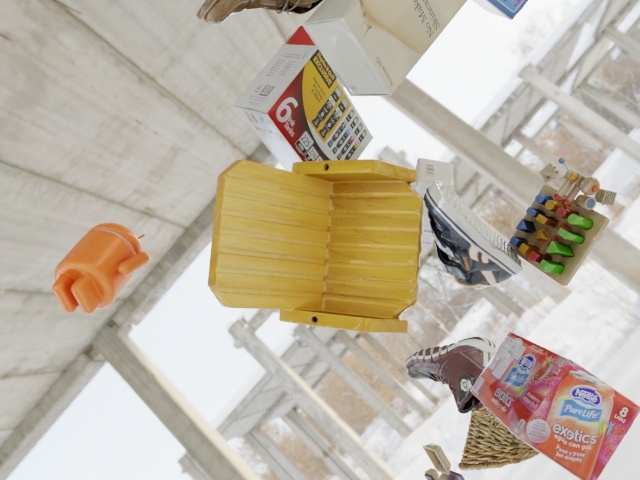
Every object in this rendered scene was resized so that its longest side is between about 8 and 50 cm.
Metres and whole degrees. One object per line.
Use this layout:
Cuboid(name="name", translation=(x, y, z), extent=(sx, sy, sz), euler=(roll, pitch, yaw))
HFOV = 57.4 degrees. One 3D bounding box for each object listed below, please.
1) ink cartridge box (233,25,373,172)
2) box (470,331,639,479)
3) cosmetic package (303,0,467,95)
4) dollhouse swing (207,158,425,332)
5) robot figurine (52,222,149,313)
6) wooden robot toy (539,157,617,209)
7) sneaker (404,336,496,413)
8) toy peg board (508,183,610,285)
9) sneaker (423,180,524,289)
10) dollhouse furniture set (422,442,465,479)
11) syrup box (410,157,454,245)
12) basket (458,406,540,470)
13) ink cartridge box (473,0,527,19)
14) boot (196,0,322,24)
Cuboid(name="ink cartridge box", translation=(-0.012, -0.312, 1.416), extent=(0.272, 0.130, 0.309), euler=(-55, -43, -13))
Cuboid(name="box", translation=(0.338, 0.238, 0.881), extent=(0.128, 0.122, 0.257), euler=(-57, 0, -1))
Cuboid(name="cosmetic package", translation=(0.133, -0.407, 0.986), extent=(0.309, 0.113, 0.160), euler=(-54, -53, -15))
Cuboid(name="dollhouse swing", translation=(0.000, 0.000, 1.169), extent=(0.305, 0.315, 0.347), euler=(13, -99, -58))
Cuboid(name="robot figurine", translation=(-0.437, 0.050, 1.169), extent=(0.158, 0.128, 0.219), euler=(-37, 20, 35))
Cuboid(name="wooden robot toy", translation=(0.507, -0.095, 1.124), extent=(0.076, 0.173, 0.079), euler=(-63, 20, 9))
Cuboid(name="sneaker", translation=(0.310, 0.345, 1.426), extent=(0.106, 0.162, 0.281), euler=(19, -33, -28))
Cuboid(name="toy peg board", translation=(0.468, -0.018, 1.203), extent=(0.079, 0.160, 0.161), euler=(11, -67, -40))
Cuboid(name="sneaker", translation=(0.286, 0.010, 1.189), extent=(0.127, 0.126, 0.321), euler=(-37, -53, 22))
Cuboid(name="dollhouse furniture set", translation=(0.193, 0.429, 1.064), extent=(0.081, 0.114, 0.091), euler=(-41, 20, -30))
Cuboid(name="syrup box", translation=(0.282, -0.099, 1.572), extent=(0.237, 0.096, 0.093), euler=(100, 178, -49))
Cuboid(name="basket", translation=(0.632, 0.665, 1.933), extent=(0.299, 0.213, 0.223), euler=(-1, -75, -47))
Cuboid(name="ink cartridge box", translation=(0.281, -0.660, 1.254), extent=(0.151, 0.395, 0.270), euler=(-54, 13, 22))
Cuboid(name="boot", translation=(-0.070, -0.424, 0.976), extent=(0.305, 0.115, 0.112), euler=(-42, 17, -25))
